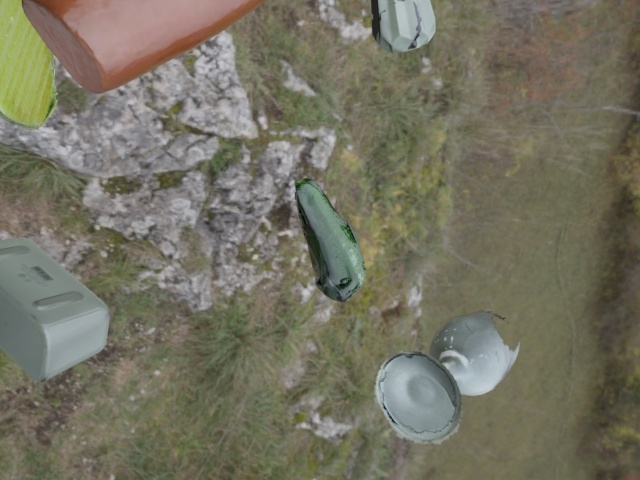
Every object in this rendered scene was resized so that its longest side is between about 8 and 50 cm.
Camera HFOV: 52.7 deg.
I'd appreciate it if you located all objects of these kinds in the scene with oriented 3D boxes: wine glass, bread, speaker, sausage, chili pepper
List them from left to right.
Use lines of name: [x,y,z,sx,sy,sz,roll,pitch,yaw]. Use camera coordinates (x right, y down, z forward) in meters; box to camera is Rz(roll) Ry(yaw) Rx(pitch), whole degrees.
bread: [-0.491,-0.317,0.998,0.301,0.045,0.301,-9,90,-85]
speaker: [-0.715,0.152,1.593,0.184,0.406,0.183,-21,137,-52]
sausage: [-0.119,-0.230,0.568,0.259,0.113,0.113,-39,127,-22]
chili pepper: [0.002,-0.001,1.056,0.062,0.108,0.216,-34,112,-42]
wine glass: [0.216,0.201,1.038,0.321,0.143,0.143,-18,112,-55]

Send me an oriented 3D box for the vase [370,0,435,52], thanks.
vase: [0.179,-0.652,1.576,0.165,0.165,0.360,-40,127,-36]
